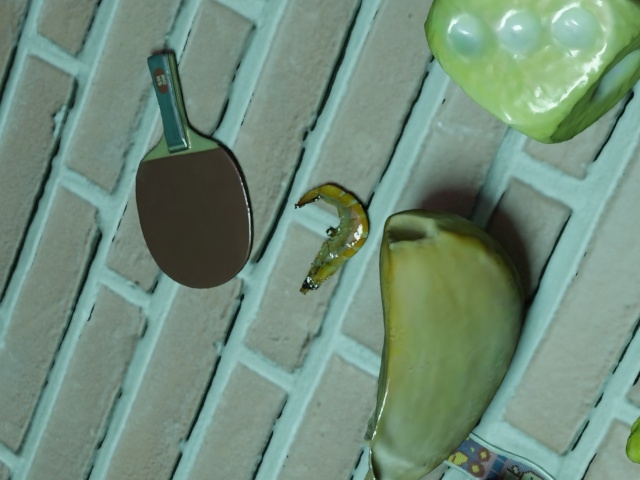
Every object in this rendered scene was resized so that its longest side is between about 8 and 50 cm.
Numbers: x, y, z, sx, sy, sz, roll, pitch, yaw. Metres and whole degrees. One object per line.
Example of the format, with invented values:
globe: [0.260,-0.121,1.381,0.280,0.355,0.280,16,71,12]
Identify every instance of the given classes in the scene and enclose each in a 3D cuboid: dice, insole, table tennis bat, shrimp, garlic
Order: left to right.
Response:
table tennis bat: [-0.155,-0.079,1.663,0.154,0.021,0.274,-9,96,30]
shrimp: [0.000,0.000,1.588,0.091,0.025,0.127,37,110,19]
garlic: [0.088,0.124,1.469,0.151,0.196,0.338,29,115,39]
insole: [0.187,0.245,1.538,0.197,0.004,0.065,32,113,20]
dice: [0.214,-0.202,1.352,0.169,0.169,0.166,45,115,15]

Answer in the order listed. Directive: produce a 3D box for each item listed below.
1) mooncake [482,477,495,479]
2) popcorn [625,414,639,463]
mooncake: [0.140,0.351,1.458,0.124,0.228,0.228,29,111,25]
popcorn: [0.400,0.179,1.311,0.256,0.195,0.255,-12,102,30]
